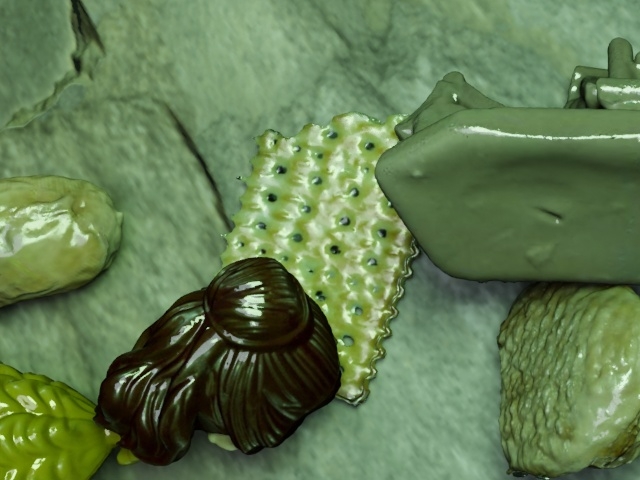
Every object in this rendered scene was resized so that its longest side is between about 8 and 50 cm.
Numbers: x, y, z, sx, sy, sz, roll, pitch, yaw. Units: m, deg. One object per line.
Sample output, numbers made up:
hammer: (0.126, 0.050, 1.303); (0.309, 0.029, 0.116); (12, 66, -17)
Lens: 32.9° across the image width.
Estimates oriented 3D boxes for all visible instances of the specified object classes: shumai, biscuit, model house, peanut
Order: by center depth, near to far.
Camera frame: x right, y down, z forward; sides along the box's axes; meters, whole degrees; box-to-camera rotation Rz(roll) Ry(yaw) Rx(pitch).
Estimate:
model house: (0.156, -0.058, 0.649); (0.229, 0.188, 0.122); (0, 121, 12)
shumai: (0.177, 0.092, 0.660); (0.116, 0.145, 0.146); (22, 90, -21)
biscuit: (0.000, 0.000, 0.757); (0.144, 0.016, 0.203); (17, 89, 16)
peanut: (-0.246, 0.011, 0.789); (0.214, 0.099, 0.100); (-21, 79, 17)

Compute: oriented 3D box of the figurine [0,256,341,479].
figurine: (-0.137, 0.117, 0.716); (0.315, 0.187, 0.168); (-19, 116, 6)
